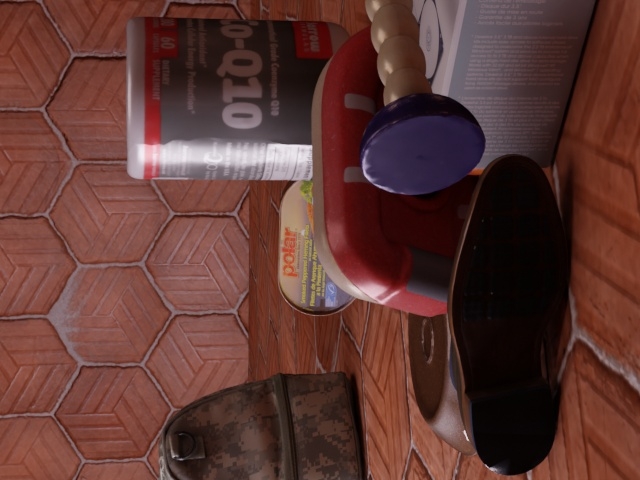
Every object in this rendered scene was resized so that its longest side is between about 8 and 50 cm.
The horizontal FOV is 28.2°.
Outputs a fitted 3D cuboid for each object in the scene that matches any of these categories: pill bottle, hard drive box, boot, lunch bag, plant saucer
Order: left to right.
[{"bbox_3d":[-0.090,0.321,1.679,0.305,0.256,0.212,102,165,-58],"label":"lunch bag"},{"bbox_3d":[-0.052,-0.141,1.275,0.161,0.283,0.161,180,90,-82],"label":"pill bottle"},{"bbox_3d":[0.106,0.084,1.082,0.198,0.036,0.199,180,90,-82],"label":"plant saucer"},{"bbox_3d":[0.113,0.040,0.871,0.106,0.082,0.219,-124,32,-70],"label":"boot"},{"bbox_3d":[0.112,-0.191,0.831,0.181,0.089,0.232,-101,13,-47],"label":"hard drive box"}]

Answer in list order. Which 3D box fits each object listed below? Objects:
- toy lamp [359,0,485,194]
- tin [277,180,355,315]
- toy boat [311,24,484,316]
[{"bbox_3d":[0.039,-0.159,0.771,0.080,0.080,0.275,100,163,-53],"label":"toy lamp"},{"bbox_3d":[0.000,0.000,1.547,0.040,0.106,0.190,-109,21,-66],"label":"tin"},{"bbox_3d":[0.085,-0.066,0.961,0.151,0.151,0.231,-25,59,45],"label":"toy boat"}]
